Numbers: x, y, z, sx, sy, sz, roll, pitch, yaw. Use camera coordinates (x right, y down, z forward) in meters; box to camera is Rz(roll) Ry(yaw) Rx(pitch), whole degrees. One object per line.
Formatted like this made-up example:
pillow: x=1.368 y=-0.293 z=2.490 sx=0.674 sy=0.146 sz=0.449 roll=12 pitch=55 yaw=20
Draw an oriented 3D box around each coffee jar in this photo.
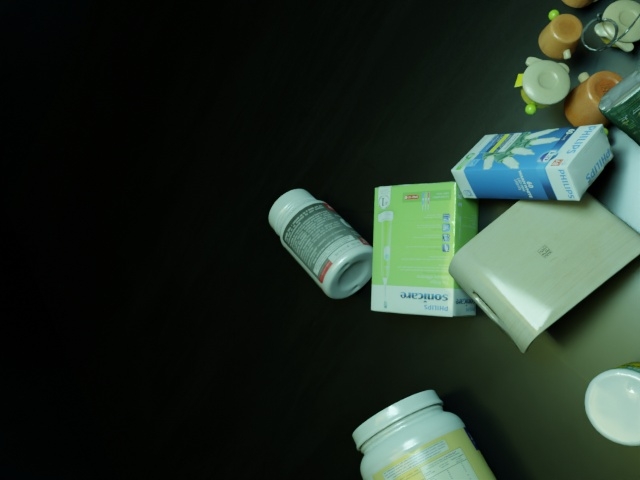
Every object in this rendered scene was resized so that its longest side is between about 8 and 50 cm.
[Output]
coffee jar: x=0.573 y=-0.198 z=0.993 sx=0.096 sy=0.184 sz=0.079 roll=-42 pitch=16 yaw=31

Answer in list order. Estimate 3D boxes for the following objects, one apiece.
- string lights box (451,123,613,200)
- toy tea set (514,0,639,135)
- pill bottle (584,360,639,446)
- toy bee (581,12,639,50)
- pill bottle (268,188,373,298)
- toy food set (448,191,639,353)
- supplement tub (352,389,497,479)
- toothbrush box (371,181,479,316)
string lights box: x=0.399 y=-0.146 z=1.116 sx=0.133 sy=0.077 sz=0.259 roll=-44 pitch=26 yaw=-24
toy tea set: x=0.499 y=-0.361 z=1.114 sx=0.200 sy=0.124 sz=0.336 roll=21 pitch=80 yaw=7
pill bottle: x=0.524 y=0.261 z=0.957 sx=0.117 sy=0.208 sz=0.118 roll=-5 pitch=83 yaw=40
toy bee: x=0.604 y=-0.391 z=0.928 sx=0.298 sy=0.162 sz=0.195 roll=-31 pitch=71 yaw=9
pill bottle: x=0.000 y=0.000 z=1.470 sx=0.283 sy=0.161 sz=0.161 roll=47 pitch=115 yaw=34
toy food set: x=0.429 y=0.036 z=1.106 sx=0.306 sy=0.092 sz=0.220 roll=-40 pitch=58 yaw=3
supplement tub: x=0.228 y=0.499 z=1.169 sx=0.241 sy=0.241 sz=0.331 roll=-44 pitch=59 yaw=28
toothbrush box: x=0.231 y=0.022 z=1.293 sx=0.206 sy=0.122 sz=0.283 roll=-1 pitch=84 yaw=40
